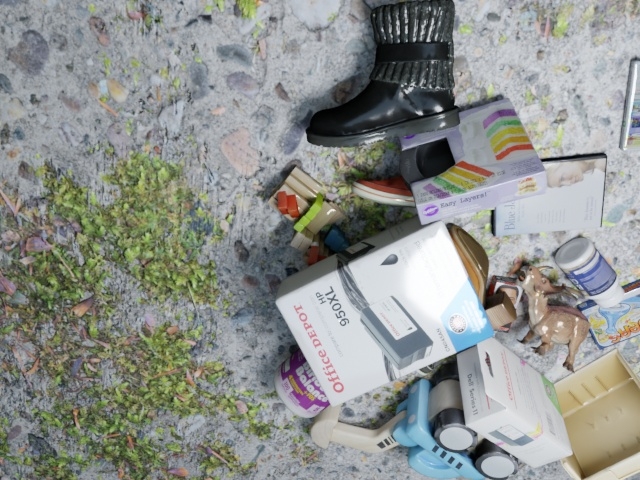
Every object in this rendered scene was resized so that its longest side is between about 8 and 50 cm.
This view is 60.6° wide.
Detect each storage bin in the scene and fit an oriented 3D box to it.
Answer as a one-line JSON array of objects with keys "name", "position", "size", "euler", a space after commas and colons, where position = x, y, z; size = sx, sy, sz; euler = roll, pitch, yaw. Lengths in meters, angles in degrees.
[{"name": "storage bin", "position": [0.725, 0.460, 1.401], "size": [0.262, 0.260, 0.123], "euler": [-38, 110, 19]}]

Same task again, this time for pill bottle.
[{"name": "pill bottle", "position": [0.030, 0.320, 1.443], "size": [0.169, 0.169, 0.301], "euler": [41, 112, -13]}, {"name": "pill bottle", "position": [0.653, 0.082, 1.319], "size": [0.094, 0.094, 0.169], "euler": [-40, 105, 20]}]

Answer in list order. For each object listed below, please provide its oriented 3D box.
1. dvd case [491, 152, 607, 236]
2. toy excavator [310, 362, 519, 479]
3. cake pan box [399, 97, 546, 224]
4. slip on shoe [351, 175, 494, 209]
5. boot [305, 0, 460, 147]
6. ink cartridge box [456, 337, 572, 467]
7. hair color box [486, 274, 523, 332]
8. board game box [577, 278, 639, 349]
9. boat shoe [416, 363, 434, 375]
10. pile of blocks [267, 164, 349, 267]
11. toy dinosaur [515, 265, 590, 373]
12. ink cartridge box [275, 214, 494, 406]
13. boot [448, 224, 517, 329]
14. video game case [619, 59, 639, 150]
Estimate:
[{"name": "dvd case", "position": [0.531, -0.104, 1.284], "size": [0.253, 0.022, 0.180], "euler": [-5, 115, 7]}, {"name": "toy excavator", "position": [0.249, 0.534, 1.518], "size": [0.433, 0.222, 0.445], "euler": [37, 121, -11]}, {"name": "cake pan box", "position": [0.302, -0.169, 1.151], "size": [0.267, 0.246, 0.070], "euler": [-14, 137, 12]}, {"name": "slip on shoe", "position": [0.236, -0.124, 1.260], "size": [0.331, 0.123, 0.101], "euler": [2, 93, 4]}, {"name": "boot", "position": [0.117, -0.347, 1.146], "size": [0.348, 0.131, 0.260], "euler": [-8, 111, 12]}, {"name": "ink cartridge box", "position": [0.453, 0.387, 1.351], "size": [0.353, 0.207, 0.119], "euler": [37, 126, -25]}, {"name": "hair color box", "position": [0.461, 0.163, 1.402], "size": [0.072, 0.043, 0.141], "euler": [8, 114, 1]}, {"name": "board game box", "position": [0.777, 0.182, 1.388], "size": [0.201, 0.035, 0.136], "euler": [-28, 109, 16]}, {"name": "boat shoe", "position": [0.243, 0.260, 1.444], "size": [0.068, 0.081, 0.228], "euler": [-30, 107, 21]}, {"name": "pile of blocks", "position": [0.000, 0.000, 1.328], "size": [0.149, 0.112, 0.362], "euler": [-23, 111, 15]}, {"name": "toy dinosaur", "position": [0.594, 0.197, 1.349], "size": [0.295, 0.127, 0.200], "euler": [28, 94, -29]}, {"name": "ink cartridge box", "position": [0.136, 0.149, 1.228], "size": [0.395, 0.166, 0.285], "euler": [-26, 99, 7]}, {"name": "boot", "position": [0.328, 0.119, 1.374], "size": [0.220, 0.109, 0.283], "euler": [-27, 102, 34]}, {"name": "video game case", "position": [0.766, -0.294, 1.175], "size": [0.212, 0.023, 0.193], "euler": [-3, 114, 6]}]
